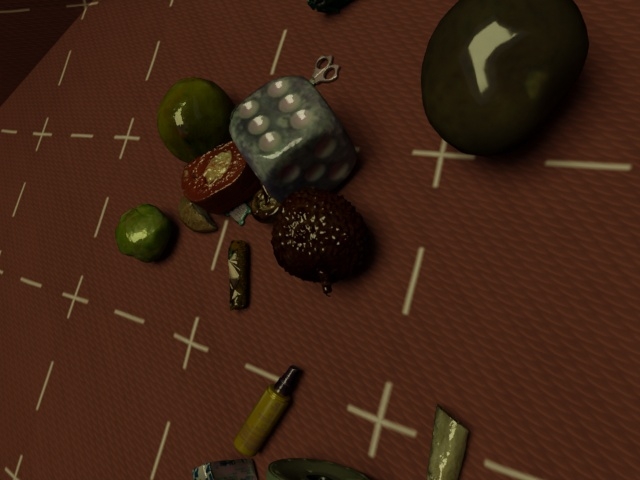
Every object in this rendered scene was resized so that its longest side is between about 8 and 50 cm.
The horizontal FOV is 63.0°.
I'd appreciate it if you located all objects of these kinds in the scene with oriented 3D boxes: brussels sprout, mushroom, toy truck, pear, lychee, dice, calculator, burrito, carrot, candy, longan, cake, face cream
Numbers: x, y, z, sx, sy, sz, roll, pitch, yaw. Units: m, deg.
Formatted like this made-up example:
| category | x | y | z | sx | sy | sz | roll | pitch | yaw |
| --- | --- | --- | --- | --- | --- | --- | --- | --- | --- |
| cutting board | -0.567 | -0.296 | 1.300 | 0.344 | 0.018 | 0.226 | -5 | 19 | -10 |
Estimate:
| category | x | y | z | sx | sy | sz | roll | pitch | yaw |
| --- | --- | --- | --- | --- | --- | --- | --- | --- | --- |
| brussels sprout | -0.629 | -0.030 | 1.867 | 0.223 | 0.161 | 0.223 | -5 | 79 | 27 |
| mushroom | -0.441 | -0.090 | 1.820 | 0.094 | 0.072 | 0.209 | -51 | 55 | 21 |
| toy truck | 0.063 | -0.819 | 1.697 | 0.216 | 0.116 | 0.110 | -19 | 67 | 19 |
| mushroom | -0.158 | -0.129 | 1.645 | 0.135 | 0.080 | 0.170 | -14 | 66 | 14 |
| pear | -0.425 | -0.414 | 1.801 | 0.269 | 0.269 | 0.321 | -22 | 76 | 26 |
| lychee | 0.000 | 0.000 | 1.391 | 0.264 | 0.264 | 0.299 | -22 | 67 | 26 |
| dice | -0.078 | -0.279 | 1.493 | 0.270 | 0.271 | 0.270 | -35 | 58 | 3 |
| calculator | -0.285 | -0.112 | 1.758 | 0.141 | 0.019 | 0.094 | 43 | 103 | 34 |
| burrito | 0.281 | 0.495 | 1.178 | 0.087 | 0.060 | 0.225 | 6 | 78 | 39 |
| carrot | -0.260 | 0.109 | 1.650 | 0.069 | 0.069 | 0.228 | -14 | 69 | 29 |
| candy | -0.263 | 0.642 | 1.426 | 0.092 | 0.160 | 0.073 | -34 | 56 | 28 |
| longan | 0.407 | -0.396 | 1.200 | 0.404 | 0.336 | 0.404 | -48 | 29 | 38 |
| cake | -0.316 | -0.201 | 1.713 | 0.283 | 0.151 | 0.176 | -21 | 67 | 14 |
| face cream | -0.141 | 0.465 | 1.449 | 0.078 | 0.078 | 0.273 | 35 | 96 | 35 |

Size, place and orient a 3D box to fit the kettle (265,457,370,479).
| category | x | y | z | sx | sy | sz | roll | pitch | yaw |
| --- | --- | --- | --- | --- | --- | --- | --- | --- | --- |
| kettle | 0.021 | 0.737 | 1.195 | 0.361 | 0.250 | 0.376 | 9 | 82 | 6 |

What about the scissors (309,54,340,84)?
| category | x | y | z | sx | sy | sz | roll | pitch | yaw |
| --- | --- | --- | --- | --- | --- | --- | --- | --- | --- |
| scissors | -0.030 | -0.517 | 1.716 | 0.212 | 0.021 | 0.110 | -40 | 61 | 17 |
